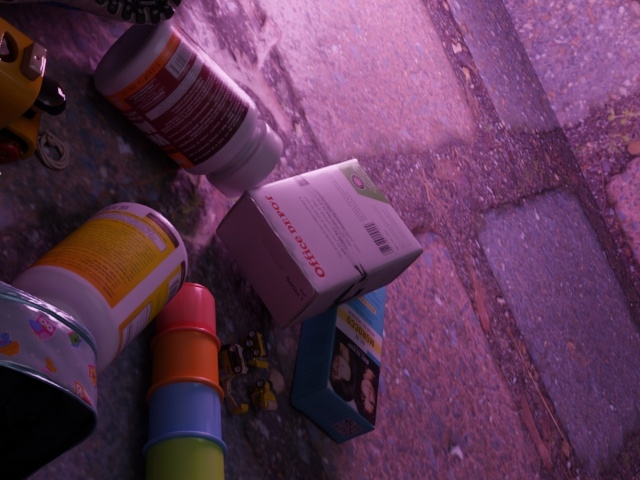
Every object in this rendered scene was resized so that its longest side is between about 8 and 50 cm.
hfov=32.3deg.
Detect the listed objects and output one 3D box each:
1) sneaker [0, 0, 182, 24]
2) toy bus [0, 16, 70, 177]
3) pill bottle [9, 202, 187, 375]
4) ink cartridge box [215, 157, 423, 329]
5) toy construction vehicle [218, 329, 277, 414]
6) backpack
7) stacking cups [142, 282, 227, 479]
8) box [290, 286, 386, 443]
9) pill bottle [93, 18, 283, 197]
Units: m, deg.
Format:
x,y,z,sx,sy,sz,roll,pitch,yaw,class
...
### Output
x,y,z,sx,sy,sz,roll,pitch,yaw,class
-0.318,-0.308,1.194,0.330,0.147,0.129,12,94,-36,sneaker
-0.315,-0.158,1.081,0.191,0.104,0.202,62,30,-2,toy bus
-0.220,0.054,1.049,0.117,0.117,0.215,57,30,-11,pill bottle
0.000,0.000,1.393,0.219,0.092,0.160,-19,69,-47,ink cartridge box
-0.087,0.153,1.275,0.086,0.035,0.098,19,54,-65,toy construction vehicle
-0.266,0.111,0.859,0.166,0.188,0.144,37,39,-37,backpack
-0.129,0.185,1.110,0.096,0.096,0.316,35,40,-40,stacking cups
0.028,0.133,1.437,0.100,0.060,0.244,44,34,-30,box
-0.153,-0.156,1.318,0.221,0.121,0.121,44,35,-30,pill bottle
